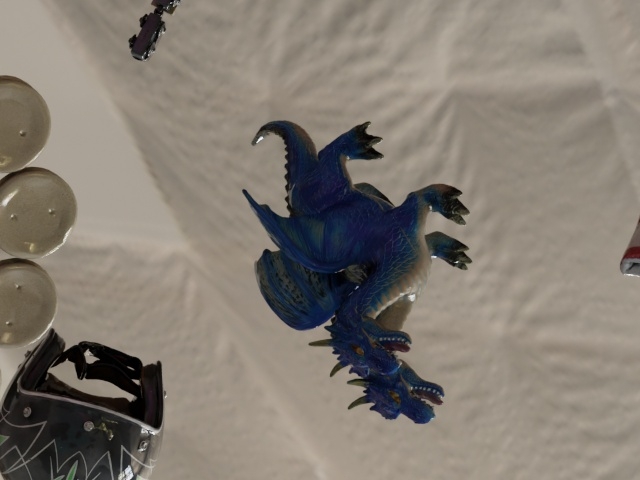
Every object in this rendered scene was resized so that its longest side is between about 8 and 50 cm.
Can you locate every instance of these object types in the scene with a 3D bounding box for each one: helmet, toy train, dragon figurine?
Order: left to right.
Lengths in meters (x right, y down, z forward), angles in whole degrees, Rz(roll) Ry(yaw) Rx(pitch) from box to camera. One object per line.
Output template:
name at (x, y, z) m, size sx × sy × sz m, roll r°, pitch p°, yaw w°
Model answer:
helmet at (-0.221, 0.176, 1.396) m, size 0.169 × 0.161 × 0.169 m, roll 3°, pitch -47°, yaw 3°
toy train at (-0.133, -0.232, 1.402) m, size 0.027 × 0.158 × 0.036 m, roll 25°, pitch -14°, yaw 2°
dragon figurine at (0.000, 0.000, 1.005) m, size 0.289 × 0.144 × 0.085 m, roll 40°, pitch -29°, yaw 35°

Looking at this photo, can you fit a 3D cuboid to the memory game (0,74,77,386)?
memory game at (-0.178, 0.000, 0.562) m, size 0.012 × 0.186 × 0.186 m, roll 32°, pitch -26°, yaw 56°

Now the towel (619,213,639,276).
towel at (0.361, -0.089, 1.021) m, size 0.237 × 0.329 × 0.037 m, roll 2°, pitch -47°, yaw 38°
